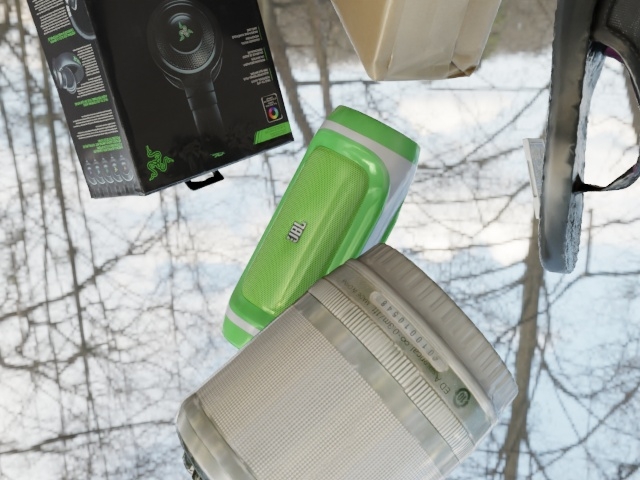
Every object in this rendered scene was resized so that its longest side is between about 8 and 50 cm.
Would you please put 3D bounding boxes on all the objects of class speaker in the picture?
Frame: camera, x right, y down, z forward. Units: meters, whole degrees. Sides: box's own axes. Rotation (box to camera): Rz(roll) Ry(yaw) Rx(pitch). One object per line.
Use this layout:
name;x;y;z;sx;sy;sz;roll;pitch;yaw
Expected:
speaker;0.000;0.000;1.002;0.131;0.296;0.131;28;-177;-2

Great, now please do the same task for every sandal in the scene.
sandal;0.252;-0.178;0.701;0.107;0.445;0.167;12;-165;21

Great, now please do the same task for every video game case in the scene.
video game case;0.337;-0.097;1.337;0.011;0.121;0.087;-10;180;30

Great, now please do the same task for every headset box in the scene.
headset box;-0.189;-0.202;1.079;0.246;0.282;0.131;-24;-164;-39

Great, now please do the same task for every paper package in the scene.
paper package;0.112;-0.426;1.124;0.168;0.309;0.324;-10;-124;-17

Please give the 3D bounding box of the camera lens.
camera lens;0.019;0.164;0.827;0.274;0.219;0.219;-41;-150;-6
